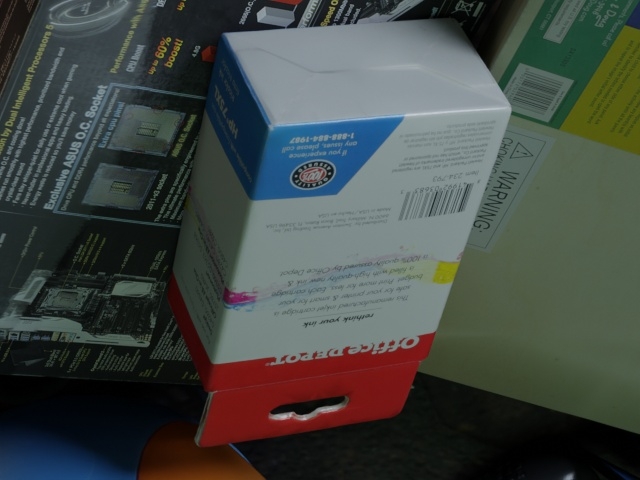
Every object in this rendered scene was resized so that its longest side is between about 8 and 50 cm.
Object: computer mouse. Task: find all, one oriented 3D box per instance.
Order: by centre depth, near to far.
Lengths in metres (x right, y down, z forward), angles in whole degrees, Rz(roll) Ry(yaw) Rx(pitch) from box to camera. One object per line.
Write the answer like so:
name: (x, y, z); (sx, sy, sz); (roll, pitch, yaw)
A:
computer mouse: (0.088, 0.202, 1.290); (0.242, 0.041, 0.071); (-27, 126, 27)

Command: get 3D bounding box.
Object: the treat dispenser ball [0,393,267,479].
treat dispenser ball: (-0.142, 0.238, 1.147); (0.288, 0.288, 0.288); (-1, 129, -1)

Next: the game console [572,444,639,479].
game console: (0.245, 0.156, 1.213); (0.122, 0.071, 0.107); (28, 128, -35)

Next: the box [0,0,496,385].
box: (-0.081, -0.051, 1.007); (0.242, 0.076, 0.307); (6, 131, -30)

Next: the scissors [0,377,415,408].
scissors: (-0.088, 0.063, 1.179); (0.297, 0.021, 0.109); (-1, 127, 1)

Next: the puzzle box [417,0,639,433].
puzzle box: (0.199, -0.030, 1.018); (0.272, 0.052, 0.409); (17, 141, -8)

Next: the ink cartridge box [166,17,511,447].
ink cartridge box: (0.000, 0.000, 0.980); (0.134, 0.078, 0.231); (-6, 136, -24)
